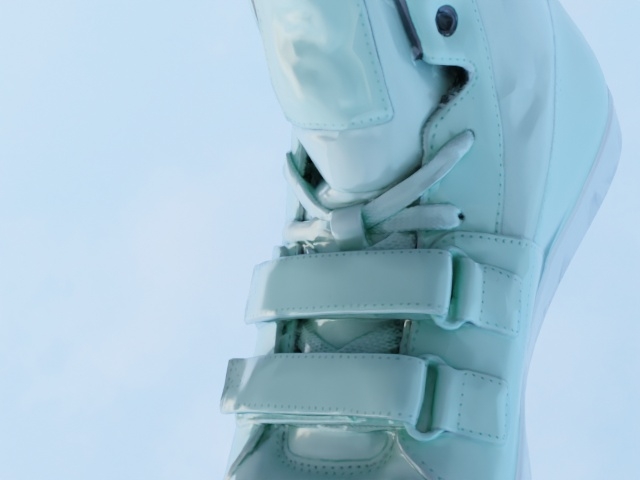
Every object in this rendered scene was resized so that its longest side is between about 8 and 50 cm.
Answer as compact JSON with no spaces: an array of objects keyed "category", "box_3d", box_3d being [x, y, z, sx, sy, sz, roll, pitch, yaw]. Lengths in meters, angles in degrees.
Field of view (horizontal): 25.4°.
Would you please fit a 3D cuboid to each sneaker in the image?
[{"category":"sneaker","box_3d":[0.000,0.000,0.373,0.094,0.151,0.256,-5,-134,34]}]
